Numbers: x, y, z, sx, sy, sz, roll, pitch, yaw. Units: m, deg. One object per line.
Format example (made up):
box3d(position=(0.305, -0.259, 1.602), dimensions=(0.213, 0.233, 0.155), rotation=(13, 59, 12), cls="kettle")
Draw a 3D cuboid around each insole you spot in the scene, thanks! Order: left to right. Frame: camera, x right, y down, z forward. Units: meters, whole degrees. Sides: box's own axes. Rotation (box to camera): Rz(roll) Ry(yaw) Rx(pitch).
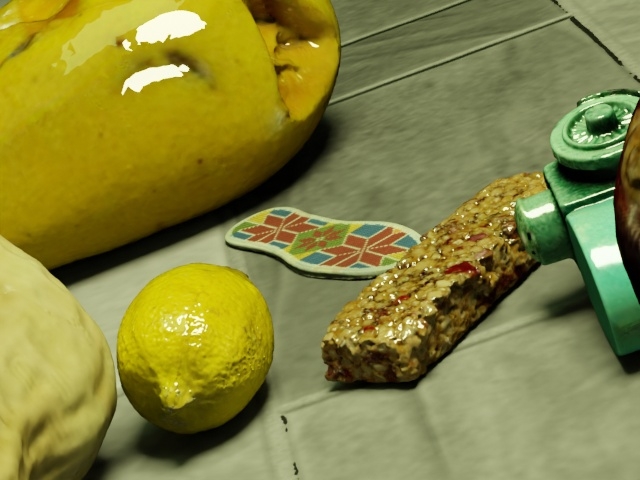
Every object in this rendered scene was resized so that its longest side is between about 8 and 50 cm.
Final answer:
box3d(position=(0.000, 0.000, 1.225), dimensions=(0.065, 0.006, 0.193), rotation=(-30, 23, -25), cls="insole")

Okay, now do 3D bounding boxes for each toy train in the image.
box3d(position=(0.224, -0.026, 0.970), dimensions=(0.248, 0.101, 0.159), rotation=(-21, 33, 2), cls="toy train")

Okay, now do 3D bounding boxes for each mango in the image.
box3d(position=(-0.151, -0.084, 1.365), dimensions=(0.365, 0.182, 0.253), rotation=(-38, 27, -15), cls="mango")

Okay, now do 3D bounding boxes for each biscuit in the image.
box3d(position=(0.076, 0.016, 1.072), dimensions=(0.064, 0.034, 0.199), rotation=(-2, 27, 38), cls="biscuit")

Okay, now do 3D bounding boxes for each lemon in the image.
box3d(position=(-0.067, 0.058, 1.032), dimensions=(0.082, 0.082, 0.111), rotation=(-11, 29, 24), cls="lemon")

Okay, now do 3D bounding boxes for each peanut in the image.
box3d(position=(-0.184, 0.089, 0.979), dimensions=(0.159, 0.143, 0.291), rotation=(-10, 26, 3), cls="peanut")

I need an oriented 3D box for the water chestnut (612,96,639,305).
box3d(position=(0.222, -0.016, 0.745), dimensions=(0.223, 0.223, 0.238), rotation=(-23, -12, -9), cls="water chestnut")
